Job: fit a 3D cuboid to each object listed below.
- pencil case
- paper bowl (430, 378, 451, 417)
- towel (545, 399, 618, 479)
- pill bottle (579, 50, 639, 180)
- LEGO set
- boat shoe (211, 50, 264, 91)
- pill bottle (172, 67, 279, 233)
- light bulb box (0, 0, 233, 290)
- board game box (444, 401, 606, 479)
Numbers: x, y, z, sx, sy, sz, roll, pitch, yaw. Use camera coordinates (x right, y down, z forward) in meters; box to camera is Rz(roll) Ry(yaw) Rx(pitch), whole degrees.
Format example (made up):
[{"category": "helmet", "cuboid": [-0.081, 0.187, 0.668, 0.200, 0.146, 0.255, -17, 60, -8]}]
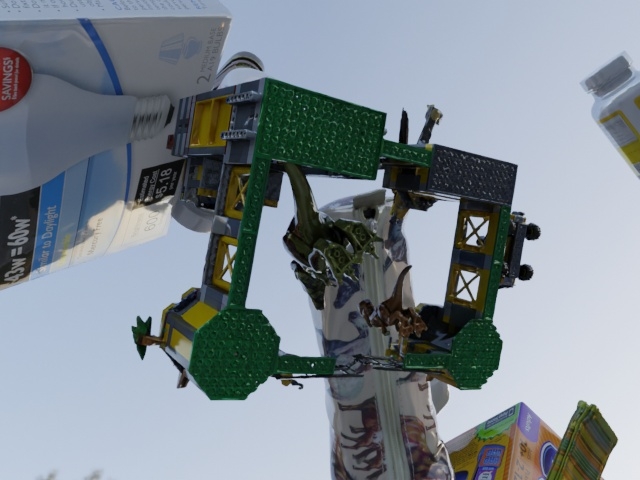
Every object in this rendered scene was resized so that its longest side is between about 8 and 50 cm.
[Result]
[{"category": "pencil case", "cuboid": [0.067, 0.141, 0.778, 0.159, 0.183, 0.410, -9, -96, 5]}, {"category": "paper bowl", "cuboid": [0.152, 0.256, 1.182, 0.148, 0.284, 0.284, -24, -57, -5]}, {"category": "towel", "cuboid": [0.268, 0.302, 0.655, 0.102, 0.237, 0.021, 44, -22, -31]}, {"category": "pill bottle", "cuboid": [0.471, -0.184, 0.883, 0.103, 0.103, 0.184, -37, -89, 22]}, {"category": "LEGO set", "cuboid": [0.000, 0.000, 0.506, 0.331, 0.192, 0.255, -2, -82, -32]}, {"category": "boat shoe", "cuboid": [-0.230, -0.259, 1.255, 0.110, 0.104, 0.307, 26, -50, -22]}, {"category": "pill bottle", "cuboid": [-0.123, -0.113, 0.811, 0.121, 0.121, 0.221, 28, -51, -18]}, {"category": "light bulb box", "cuboid": [-0.341, -0.145, 0.651, 0.225, 0.361, 0.358, 46, -47, 20]}, {"category": "board game box", "cuboid": [0.318, 0.583, 1.029, 0.356, 0.356, 0.356, 44, -55, -2]}]
